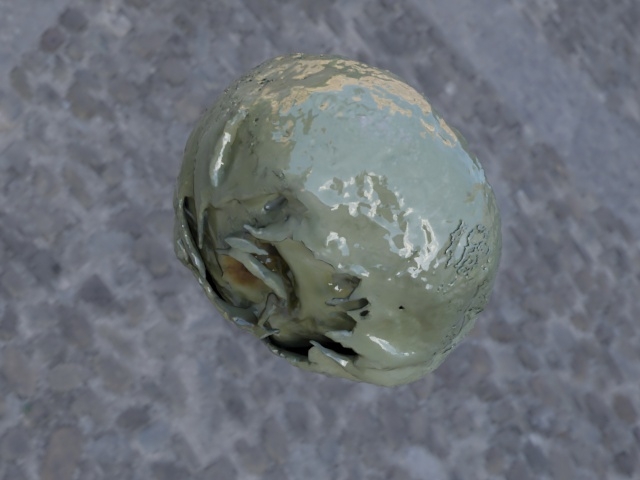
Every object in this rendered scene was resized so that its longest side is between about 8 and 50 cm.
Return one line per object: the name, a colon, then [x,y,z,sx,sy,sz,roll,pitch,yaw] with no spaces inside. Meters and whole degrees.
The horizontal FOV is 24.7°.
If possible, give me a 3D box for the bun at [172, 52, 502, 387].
bun: [0.000,0.000,1.034,0.259,0.259,0.152,52,51,-4]
